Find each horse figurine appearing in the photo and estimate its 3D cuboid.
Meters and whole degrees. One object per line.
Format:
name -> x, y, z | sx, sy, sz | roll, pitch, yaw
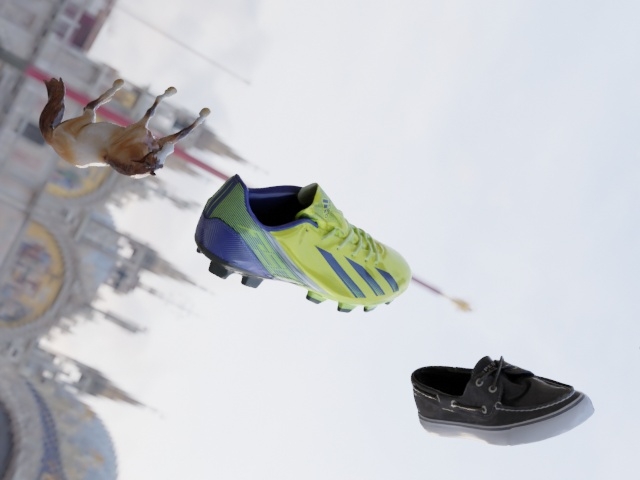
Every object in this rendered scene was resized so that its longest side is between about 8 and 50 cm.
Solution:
horse figurine -> -0.271, -0.143, 1.683 | 0.263, 0.066, 0.174 | 13, -134, 27

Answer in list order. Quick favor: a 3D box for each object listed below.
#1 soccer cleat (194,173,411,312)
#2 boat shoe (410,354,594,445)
soccer cleat -> 0.000, 0.001, 1.405 | 0.121, 0.289, 0.093 | -62, -141, 19
boat shoe -> 0.170, 0.150, 1.286 | 0.080, 0.076, 0.228 | -30, -168, -30
